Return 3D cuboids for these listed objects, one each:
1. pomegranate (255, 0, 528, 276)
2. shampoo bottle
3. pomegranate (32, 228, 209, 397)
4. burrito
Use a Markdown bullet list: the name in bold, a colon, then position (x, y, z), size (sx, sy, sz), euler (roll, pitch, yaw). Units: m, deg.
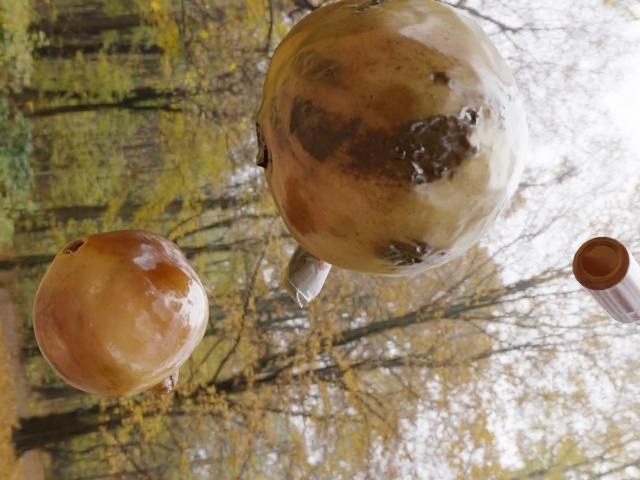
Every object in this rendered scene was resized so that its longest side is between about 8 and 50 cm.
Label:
- **pomegranate**: position (0.068, -0.111, 0.815), size (0.322, 0.322, 0.322), euler (173, -90, -71)
- **shampoo bottle**: position (0.453, 0.074, 1.123), size (0.085, 0.244, 0.085), euler (-17, -120, 31)
- **pomegranate**: position (-0.234, 0.082, 0.893), size (0.209, 0.209, 0.209), euler (173, -90, -71)
- **burrito**: position (-0.001, 0.000, 1.083), size (0.203, 0.064, 0.064), euler (-65, -148, 22)
